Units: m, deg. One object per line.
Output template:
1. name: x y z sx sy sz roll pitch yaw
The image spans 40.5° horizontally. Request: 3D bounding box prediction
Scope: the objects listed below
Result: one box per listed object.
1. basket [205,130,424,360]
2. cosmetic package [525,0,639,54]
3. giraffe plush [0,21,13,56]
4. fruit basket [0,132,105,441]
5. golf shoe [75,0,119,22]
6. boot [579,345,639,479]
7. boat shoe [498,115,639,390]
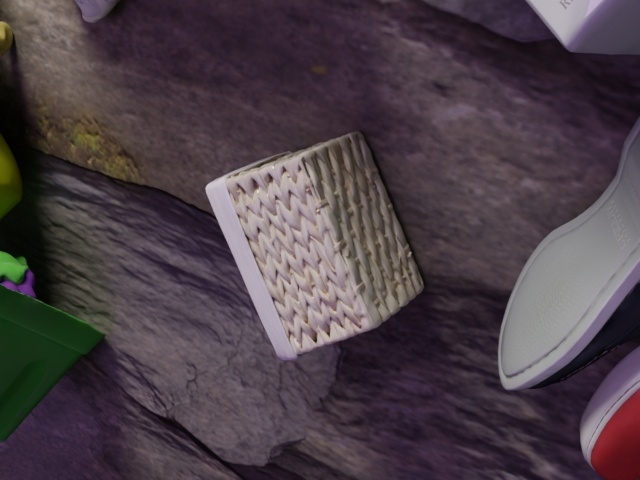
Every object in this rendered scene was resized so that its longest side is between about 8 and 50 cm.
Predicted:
1. basket: 0.000 0.000 0.736 0.103 0.113 0.167 -20 97 38
2. cosmetic package: 0.119 -0.304 0.446 0.217 0.156 0.385 -46 65 39
3. giraffe plush: -0.407 -0.256 0.901 0.210 0.181 0.170 10 127 52
4. fruit basket: -0.440 -0.001 1.015 0.392 0.283 0.392 -10 63 20
5. golf shoe: -0.258 -0.288 0.838 0.176 0.069 0.086 53 136 8
6. boot: 0.278 0.128 0.533 0.244 0.088 0.176 -47 37 32
7. boat shoe: 0.219 0.015 0.588 0.091 0.114 0.302 14 140 -12
